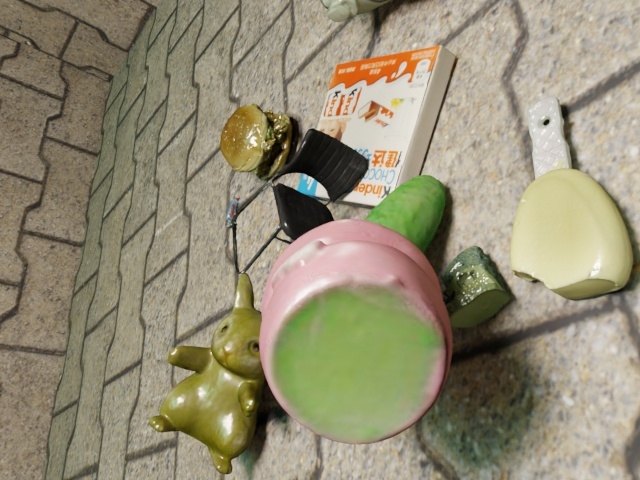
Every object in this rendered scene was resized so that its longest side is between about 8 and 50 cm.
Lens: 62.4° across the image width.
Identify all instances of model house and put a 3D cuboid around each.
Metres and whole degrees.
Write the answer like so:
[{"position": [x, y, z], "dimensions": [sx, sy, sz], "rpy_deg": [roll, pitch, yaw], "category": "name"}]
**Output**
[{"position": [0.182, 0.056, 0.659], "dimensions": [0.079, 0.066, 0.083], "rpy_deg": [-46, 41, 27], "category": "model house"}]

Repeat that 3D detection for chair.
[{"position": [-0.022, -0.042, 0.832], "dimensions": [0.221, 0.140, 0.145], "rpy_deg": [-47, 37, 26], "category": "chair"}]

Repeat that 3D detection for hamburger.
[{"position": [-0.130, -0.214, 1.134], "dimensions": [0.185, 0.131, 0.159], "rpy_deg": [-22, 62, 42], "category": "hamburger"}]

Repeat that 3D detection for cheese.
[{"position": [0.270, -0.055, 0.609], "dimensions": [0.127, 0.050, 0.255], "rpy_deg": [-27, 53, 46], "category": "cheese"}]

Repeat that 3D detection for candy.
[{"position": [-0.213, -0.071, 1.270], "dimensions": [0.030, 0.020, 0.083], "rpy_deg": [2, 74, 53], "category": "candy"}]

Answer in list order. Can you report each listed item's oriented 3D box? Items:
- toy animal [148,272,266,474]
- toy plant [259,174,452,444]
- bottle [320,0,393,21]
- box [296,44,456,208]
[{"position": [-0.150, 0.208, 0.922], "dimensions": [0.181, 0.180, 0.363], "rpy_deg": [27, 105, 14], "category": "toy animal"}, {"position": [0.059, 0.061, 0.636], "dimensions": [0.317, 0.210, 0.356], "rpy_deg": [-43, 1, 10], "category": "toy plant"}, {"position": [0.127, -0.513, 0.878], "dimensions": [0.351, 0.229, 0.229], "rpy_deg": [-8, 68, 55], "category": "bottle"}, {"position": [0.082, -0.189, 0.914], "dimensions": [0.273, 0.048, 0.265], "rpy_deg": [15, 87, 54], "category": "box"}]
